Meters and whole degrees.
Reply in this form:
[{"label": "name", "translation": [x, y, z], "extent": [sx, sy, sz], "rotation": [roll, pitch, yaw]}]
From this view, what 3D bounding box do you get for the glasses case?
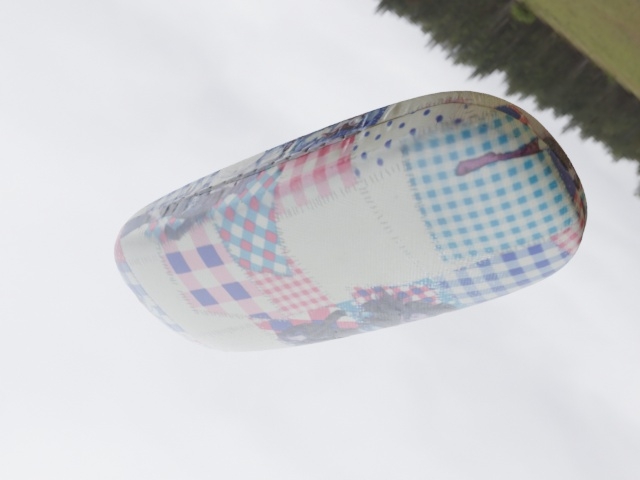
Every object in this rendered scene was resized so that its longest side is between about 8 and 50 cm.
[{"label": "glasses case", "translation": [0.000, 0.000, 0.573], "extent": [0.125, 0.327, 0.076], "rotation": [47, -135, -28]}]
